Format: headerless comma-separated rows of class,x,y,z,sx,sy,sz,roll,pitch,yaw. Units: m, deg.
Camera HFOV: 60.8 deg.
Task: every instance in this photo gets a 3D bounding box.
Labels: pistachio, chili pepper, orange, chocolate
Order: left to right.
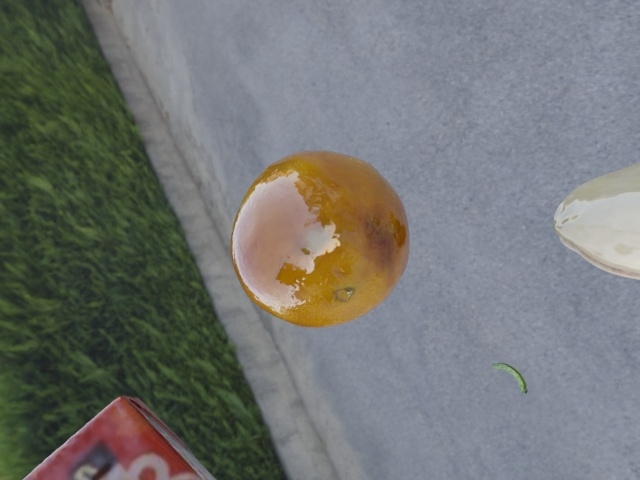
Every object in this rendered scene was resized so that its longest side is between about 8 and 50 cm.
chocolate,-0.183,0.286,0.466,0.234,0.237,0.108,40,153,16
orange,0.000,0.000,0.788,0.261,0.261,0.261,36,133,53
chili pepper,0.358,0.255,1.024,0.083,0.030,0.017,51,178,44
pistachio,0.567,-0.037,0.922,0.317,0.193,0.214,-1,78,29
